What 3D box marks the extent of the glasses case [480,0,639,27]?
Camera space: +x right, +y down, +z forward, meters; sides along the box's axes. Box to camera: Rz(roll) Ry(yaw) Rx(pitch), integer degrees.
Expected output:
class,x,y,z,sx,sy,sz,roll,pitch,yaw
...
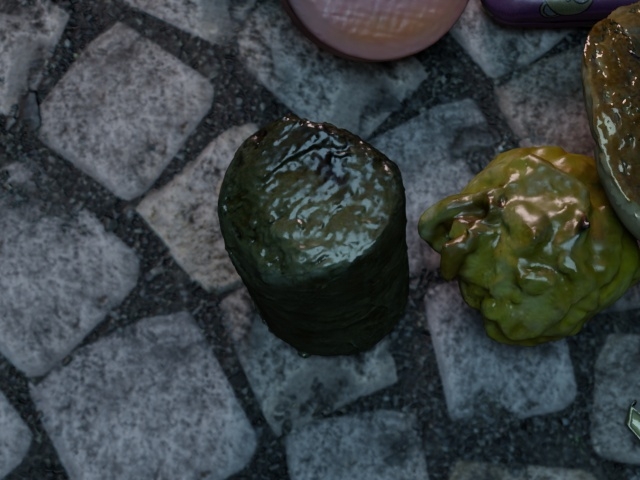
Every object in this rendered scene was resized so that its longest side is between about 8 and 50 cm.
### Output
class,x,y,z,sx,sy,sz,roll,pitch,yaw
glasses case,0.351,-0.328,1.577,0.316,0.076,0.123,-2,75,-2

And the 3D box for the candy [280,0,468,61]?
class,x,y,z,sx,sy,sz,roll,pitch,yaw
candy,0.058,-0.338,1.526,0.255,0.094,0.255,-1,97,-8

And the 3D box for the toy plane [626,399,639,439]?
class,x,y,z,sx,sy,sz,roll,pitch,yaw
toy plane,0.458,0.257,1.418,0.241,0.104,0.256,7,68,16

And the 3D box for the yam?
class,x,y,z,sx,sy,sz,roll,pitch,yaw
yam,0.000,0.000,1.375,0.195,0.300,0.195,-2,67,5

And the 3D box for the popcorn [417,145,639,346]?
class,x,y,z,sx,sy,sz,roll,pitch,yaw
popcorn,0.243,-0.005,1.428,0.266,0.192,0.233,-1,68,-19

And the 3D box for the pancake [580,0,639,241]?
class,x,y,z,sx,sy,sz,roll,pitch,yaw
pancake,0.436,-0.106,1.448,0.386,0.082,0.387,18,54,-26
